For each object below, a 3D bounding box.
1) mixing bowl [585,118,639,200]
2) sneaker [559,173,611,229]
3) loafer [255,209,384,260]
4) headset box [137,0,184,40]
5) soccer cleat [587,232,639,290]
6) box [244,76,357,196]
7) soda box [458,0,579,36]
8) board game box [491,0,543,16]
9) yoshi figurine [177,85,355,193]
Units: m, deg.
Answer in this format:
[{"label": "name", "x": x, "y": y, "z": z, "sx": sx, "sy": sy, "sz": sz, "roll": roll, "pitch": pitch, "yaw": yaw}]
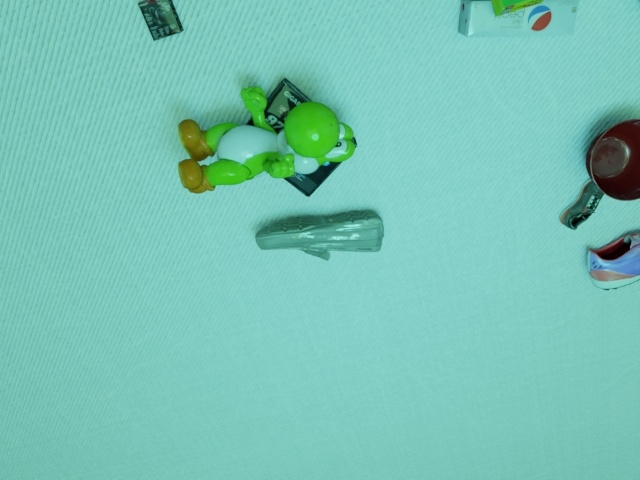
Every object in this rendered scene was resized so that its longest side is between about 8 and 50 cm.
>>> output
[{"label": "mixing bowl", "x": 0.688, "y": -0.188, "z": 1.165, "sx": 0.181, "sy": 0.098, "sz": 0.181, "roll": 0, "pitch": 103, "yaw": 0}, {"label": "sneaker", "x": 0.667, "y": -0.088, "z": 1.253, "sx": 0.061, "sy": 0.065, "sz": 0.158, "roll": 22, "pitch": 117, "yaw": -14}, {"label": "loafer", "x": 0.000, "y": 0.000, "z": 1.257, "sx": 0.319, "sy": 0.112, "sz": 0.111, "roll": -5, "pitch": 112, "yaw": 0}, {"label": "headset box", "x": -0.324, "y": -0.457, "z": 1.025, "sx": 0.062, "sy": 0.032, "sz": 0.083, "roll": -16, "pitch": 119, "yaw": 7}, {"label": "soccer cleat", "x": 0.854, "y": 0.022, "z": 1.304, "sx": 0.318, "sy": 0.108, "sz": 0.116, "roll": -23, "pitch": 114, "yaw": 14}, {"label": "box", "x": -0.054, "y": -0.229, "z": 1.155, "sx": 0.220, "sy": 0.051, "sz": 0.175, "roll": 38, "pitch": 113, "yaw": -20}, {"label": "soda box", "x": 0.397, "y": -0.453, "z": 1.026, "sx": 0.216, "sy": 0.074, "sz": 0.069, "roll": -2, "pitch": 120, "yaw": -1}, {"label": "board game box", "x": 0.356, "y": -0.529, "z": 0.952, "sx": 0.092, "sy": 0.043, "sz": 0.181, "roll": -16, "pitch": 93, "yaw": 1}, {"label": "yoshi figurine", "x": -0.110, "y": -0.205, "z": 1.031, "sx": 0.362, "sy": 0.203, "sz": 0.203, "roll": -8, "pitch": 113, "yaw": 0}]
